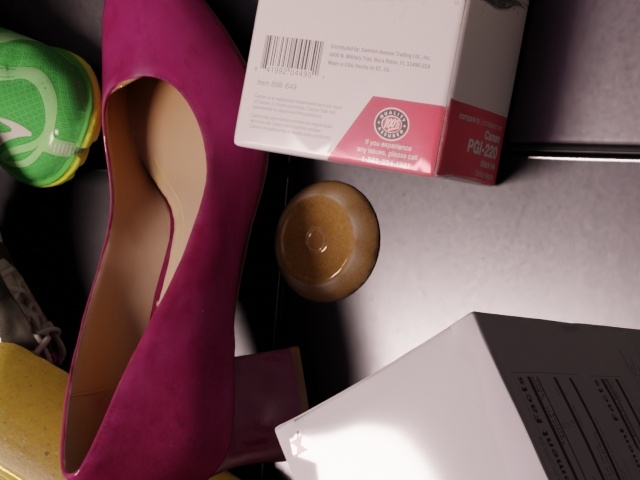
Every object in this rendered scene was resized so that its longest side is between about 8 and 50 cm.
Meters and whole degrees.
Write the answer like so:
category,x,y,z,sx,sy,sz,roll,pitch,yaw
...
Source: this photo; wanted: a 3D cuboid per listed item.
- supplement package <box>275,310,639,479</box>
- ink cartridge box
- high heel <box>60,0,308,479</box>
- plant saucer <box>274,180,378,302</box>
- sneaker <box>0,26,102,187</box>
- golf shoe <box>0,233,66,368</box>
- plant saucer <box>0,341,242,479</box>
category,x,y,z,sx,sy,sz,roll,pitch,yaw
supplement package,0.112,0.132,0.933,0.139,0.244,0.134,-33,69,26
ink cartridge box,0.046,-0.154,1.091,0.158,0.092,0.218,11,93,32
high heel,-0.123,-0.021,1.122,0.127,0.181,0.377,-32,69,41
plant saucer,0.000,0.000,1.150,0.083,0.015,0.083,-4,83,32
sneaker,-0.278,-0.130,1.270,0.295,0.123,0.109,36,108,31
golf shoe,-0.242,0.051,1.246,0.120,0.105,0.273,3,104,10
plant saucer,-0.172,0.287,1.147,0.332,0.081,0.333,29,101,17
